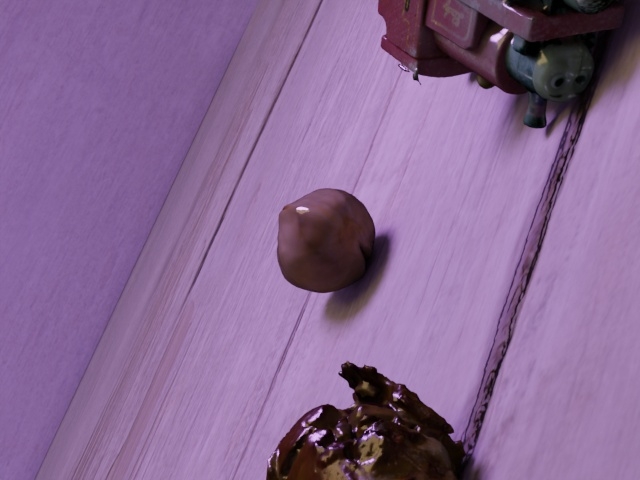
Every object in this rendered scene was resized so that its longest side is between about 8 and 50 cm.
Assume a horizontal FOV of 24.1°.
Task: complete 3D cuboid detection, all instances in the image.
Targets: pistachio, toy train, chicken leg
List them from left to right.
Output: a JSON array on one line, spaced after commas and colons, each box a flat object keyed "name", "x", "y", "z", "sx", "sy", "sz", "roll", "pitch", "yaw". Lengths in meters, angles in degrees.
[{"name": "pistachio", "x": 0.000, "y": 0.000, "z": 1.759, "sx": 0.124, "sy": 0.124, "sz": 0.185, "roll": -66, "pitch": 11, "yaw": -19}, {"name": "chicken leg", "x": 0.006, "y": 0.210, "z": 1.268, "sx": 0.361, "sy": 0.140, "sz": 0.211, "roll": -14, "pitch": 57, "yaw": 67}, {"name": "toy train", "x": 0.172, "y": -0.245, "z": 1.453, "sx": 0.304, "sy": 0.150, "sz": 0.221, "roll": 43, "pitch": 135, "yaw": 49}]
